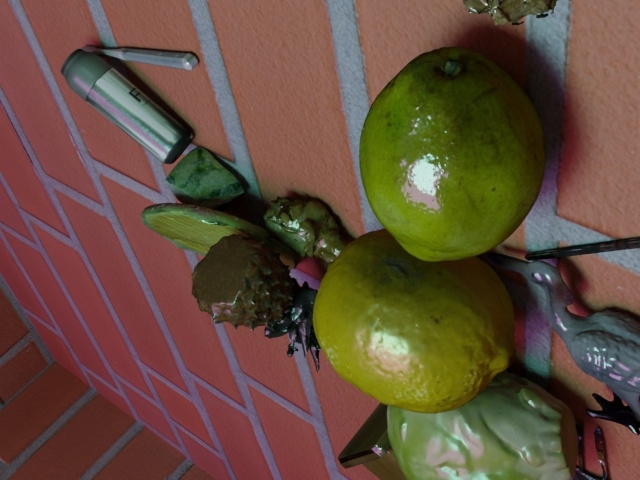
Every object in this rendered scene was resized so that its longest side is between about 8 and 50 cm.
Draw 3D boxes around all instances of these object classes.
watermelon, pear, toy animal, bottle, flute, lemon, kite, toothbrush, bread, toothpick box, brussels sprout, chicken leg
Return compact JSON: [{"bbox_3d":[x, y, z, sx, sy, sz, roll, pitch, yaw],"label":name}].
[{"bbox_3d":[-0.220,-0.096,1.579,0.121,0.098,0.158,53,164,0],"label":"watermelon"},{"bbox_3d":[0.145,-0.091,0.974,0.212,0.212,0.269,29,143,28],"label":"pear"},{"bbox_3d":[0.359,0.136,1.108,0.324,0.090,0.195,50,152,-14],"label":"toy animal"},{"bbox_3d":[-0.343,-0.241,1.548,0.254,0.096,0.079,38,108,-4],"label":"bottle"},{"bbox_3d":[0.345,0.008,1.039,0.014,0.014,0.269,53,151,-15],"label":"flute"},{"bbox_3d":[0.131,0.112,1.219,0.284,0.260,0.260,17,147,6],"label":"lemon"},{"bbox_3d":[0.423,0.372,1.417,0.152,0.015,0.285,19,142,39],"label":"kite"},{"bbox_3d":[-0.320,-0.314,1.491,0.342,0.025,0.030,14,146,45],"label":"toothbrush"},{"bbox_3d":[-0.178,-0.008,1.573,0.301,0.045,0.301,15,167,4],"label":"bread"},{"bbox_3d":[0.225,0.419,1.582,0.308,0.190,0.187,42,150,-2],"label":"toothpick box"},{"bbox_3d":[0.248,0.312,1.360,0.317,0.243,0.273,21,120,30],"label":"brussels sprout"},{"bbox_3d":[0.000,0.000,1.416,0.228,0.088,0.103,37,139,23],"label":"chicken leg"}]

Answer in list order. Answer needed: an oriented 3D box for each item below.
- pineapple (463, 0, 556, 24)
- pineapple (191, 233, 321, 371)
[{"bbox_3d":[0.169,-0.273,0.755,0.250,0.164,0.139,21,136,43],"label":"pineapple"},{"bbox_3d":[-0.057,0.112,1.497,0.166,0.165,0.364,16,168,43],"label":"pineapple"}]
